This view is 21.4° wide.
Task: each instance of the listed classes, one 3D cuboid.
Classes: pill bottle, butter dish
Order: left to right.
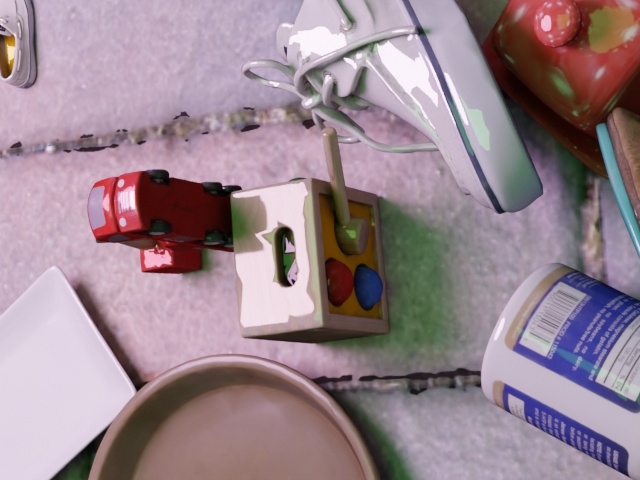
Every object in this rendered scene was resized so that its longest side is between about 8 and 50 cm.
[{"bbox_3d":[0.187,-0.146,1.183,0.160,0.118,0.160,47,110,24],"label":"butter dish"},{"bbox_3d":[0.214,0.101,1.152,0.186,0.112,0.112,28,98,27],"label":"pill bottle"}]

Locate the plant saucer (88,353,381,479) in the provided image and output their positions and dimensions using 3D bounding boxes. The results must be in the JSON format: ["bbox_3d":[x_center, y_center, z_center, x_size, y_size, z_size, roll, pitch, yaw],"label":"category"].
[{"bbox_3d":[-0.065,0.228,1.331,0.278,0.041,0.278,-3,84,27],"label":"plant saucer"}]

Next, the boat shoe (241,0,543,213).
[{"bbox_3d":[0.021,-0.144,1.234,0.156,0.136,0.367,-30,63,4],"label":"boat shoe"}]

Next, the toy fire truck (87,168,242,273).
[{"bbox_3d":[-0.125,-0.012,1.294,0.135,0.192,0.047,-10,79,34],"label":"toy fire truck"}]

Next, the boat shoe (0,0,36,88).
[{"bbox_3d":[-0.275,-0.184,1.487,0.035,0.035,0.100,-12,80,27],"label":"boat shoe"}]

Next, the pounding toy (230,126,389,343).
[{"bbox_3d":[0.000,0.000,1.266,0.100,0.130,0.141,-9,81,27],"label":"pounding toy"}]

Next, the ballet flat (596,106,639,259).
[{"bbox_3d":[0.257,0.035,1.042,0.124,0.116,0.342,-19,42,16],"label":"ballet flat"}]

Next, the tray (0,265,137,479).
[{"bbox_3d":[-0.274,0.160,1.456,0.270,0.030,0.145,-42,68,18],"label":"tray"}]
